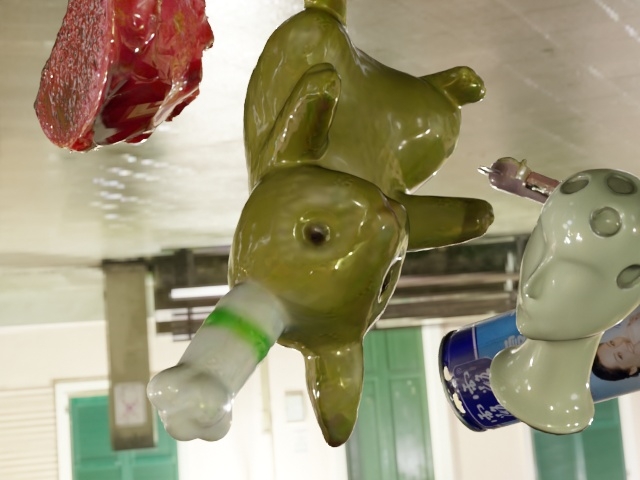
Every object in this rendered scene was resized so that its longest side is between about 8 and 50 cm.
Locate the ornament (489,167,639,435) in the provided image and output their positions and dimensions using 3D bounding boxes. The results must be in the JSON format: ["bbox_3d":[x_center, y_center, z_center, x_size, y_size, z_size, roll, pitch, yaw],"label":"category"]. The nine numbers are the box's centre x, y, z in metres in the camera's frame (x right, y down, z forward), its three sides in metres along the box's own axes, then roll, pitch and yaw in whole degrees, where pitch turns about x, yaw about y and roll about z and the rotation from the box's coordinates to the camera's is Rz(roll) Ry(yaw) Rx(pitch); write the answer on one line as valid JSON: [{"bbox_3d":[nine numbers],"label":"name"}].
[{"bbox_3d":[0.143,0.032,0.593,0.081,0.075,0.156,-10,133,-25],"label":"ornament"}]

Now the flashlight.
[{"bbox_3d":[0.185,-0.045,0.873,0.110,0.031,0.052,21,-179,5],"label":"flashlight"}]

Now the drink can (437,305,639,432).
[{"bbox_3d":[0.217,0.084,0.851,0.235,0.097,0.097,-23,163,35],"label":"drink can"}]

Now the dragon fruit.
[{"bbox_3d":[-0.199,-0.173,1.071,0.163,0.189,0.262,23,135,-17],"label":"dragon fruit"}]

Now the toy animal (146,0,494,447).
[{"bbox_3d":[0.012,-0.014,0.744,0.181,0.363,0.180,32,130,-25],"label":"toy animal"}]
